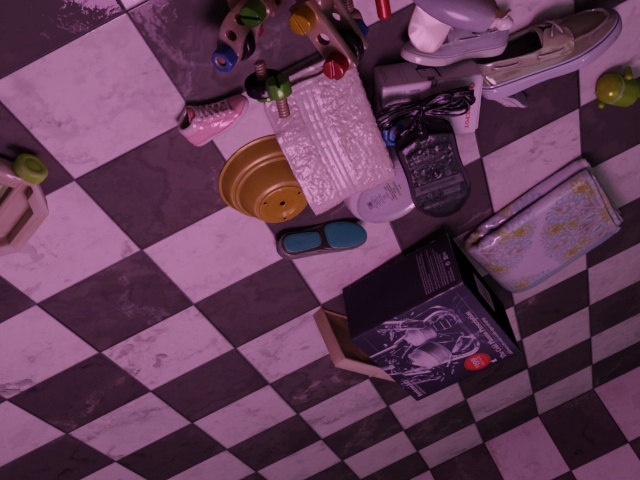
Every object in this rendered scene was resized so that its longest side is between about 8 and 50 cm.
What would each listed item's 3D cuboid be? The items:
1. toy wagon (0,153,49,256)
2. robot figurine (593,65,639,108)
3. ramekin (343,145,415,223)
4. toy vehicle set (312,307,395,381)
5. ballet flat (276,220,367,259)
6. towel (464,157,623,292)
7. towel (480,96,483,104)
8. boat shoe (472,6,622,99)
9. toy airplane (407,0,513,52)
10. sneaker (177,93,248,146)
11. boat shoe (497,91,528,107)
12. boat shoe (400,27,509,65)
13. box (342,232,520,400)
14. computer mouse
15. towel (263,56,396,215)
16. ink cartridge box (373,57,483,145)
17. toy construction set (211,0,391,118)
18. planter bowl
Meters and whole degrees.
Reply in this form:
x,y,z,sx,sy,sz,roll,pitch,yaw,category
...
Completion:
x,y,z,sx,sy,sz,roll,pitch,yaw,category
-0.635,-0.073,1.277,0.344,0.068,0.267,22,123,-43,toy wagon
0.656,-0.332,1.698,0.115,0.067,0.101,3,143,-32,robot figurine
0.130,-0.130,1.609,0.207,0.109,0.207,-16,143,-13,ramekin
0.106,0.279,2.041,0.035,0.166,0.266,-43,139,23,toy vehicle set
0.000,0.000,1.741,0.213,0.072,0.068,-8,167,-20,ballet flat
0.589,-0.027,2.018,0.374,0.090,0.320,-36,139,14,towel
0.273,-0.285,1.569,0.119,0.029,0.067,10,132,-36,towel
0.440,-0.376,1.494,0.302,0.109,0.094,-28,141,8,boat shoe
0.261,-0.494,1.106,0.384,0.272,0.386,-29,140,3,toy airplane
-0.194,-0.222,1.360,0.134,0.051,0.070,-32,148,16,sneaker
0.399,-0.299,1.626,0.100,0.035,0.035,6,161,-40,boat shoe
0.250,-0.379,1.414,0.227,0.079,0.081,-14,133,-22,boat shoe
0.282,0.206,1.951,0.312,0.179,0.343,-30,129,19,box
0.218,-0.168,1.480,0.188,0.072,0.272,-15,125,5,computer mouse
0.018,-0.197,1.433,0.187,0.049,0.282,-25,119,2,towel
0.202,-0.269,1.473,0.190,0.082,0.140,-10,136,-6,ink cartridge box
-0.036,-0.385,1.147,0.308,0.257,0.237,-35,134,-22,toy construction set
-0.088,-0.100,1.536,0.217,0.090,0.217,-15,143,-12,planter bowl
